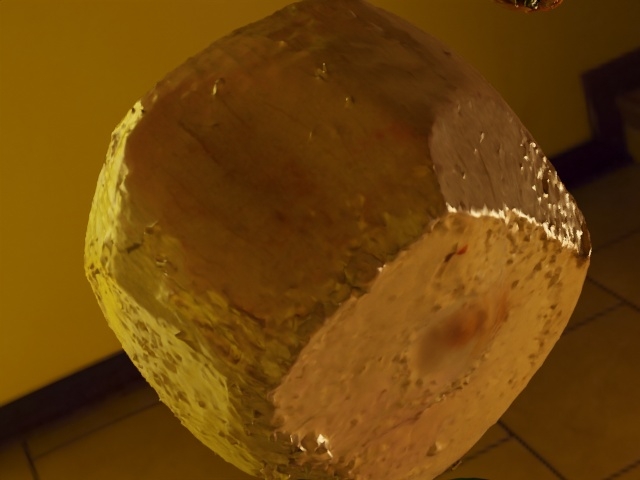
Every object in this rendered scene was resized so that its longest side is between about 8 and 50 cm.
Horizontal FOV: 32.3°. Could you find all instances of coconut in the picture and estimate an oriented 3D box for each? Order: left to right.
[{"bbox_3d":[0.000,0.000,0.693,0.297,0.297,0.254,-30,52,-26],"label":"coconut"}]

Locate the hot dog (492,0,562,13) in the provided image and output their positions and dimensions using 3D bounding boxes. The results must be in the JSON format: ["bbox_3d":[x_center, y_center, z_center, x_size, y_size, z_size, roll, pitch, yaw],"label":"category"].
[{"bbox_3d":[0.120,-0.220,0.718,0.072,0.055,0.188,-29,62,24],"label":"hot dog"}]

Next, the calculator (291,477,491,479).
[{"bbox_3d":[0.046,0.215,0.362,0.173,0.293,0.051,-33,-21,26],"label":"calculator"}]
